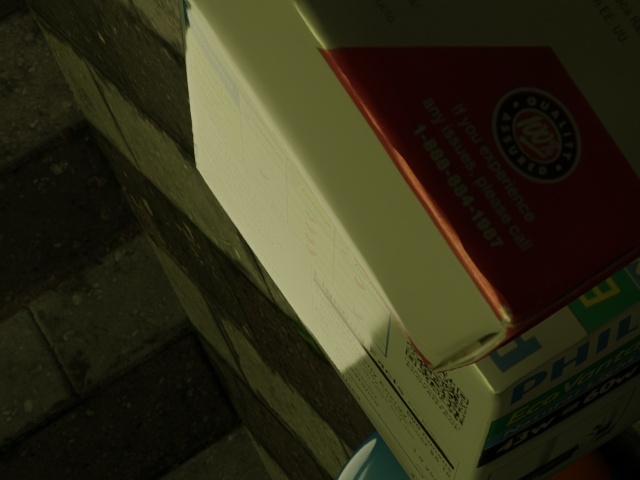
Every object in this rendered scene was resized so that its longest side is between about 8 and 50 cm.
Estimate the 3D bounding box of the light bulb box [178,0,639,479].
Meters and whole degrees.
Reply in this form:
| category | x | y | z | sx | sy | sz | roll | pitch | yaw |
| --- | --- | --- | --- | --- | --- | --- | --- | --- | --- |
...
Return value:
| category | x | y | z | sx | sy | sz | roll | pitch | yaw |
| --- | --- | --- | --- | --- | --- | --- | --- | --- | --- |
| light bulb box | 0.090 | -0.038 | 1.319 | 0.358 | 0.225 | 0.361 | 55 | 167 | 17 |

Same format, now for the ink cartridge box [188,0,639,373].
| category | x | y | z | sx | sy | sz | roll | pitch | yaw |
| --- | --- | --- | --- | --- | --- | --- | --- | --- | --- |
| ink cartridge box | 0.118 | -0.124 | 0.767 | 0.226 | 0.306 | 0.131 | 57 | 164 | 6 |

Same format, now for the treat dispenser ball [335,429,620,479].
| category | x | y | z | sx | sy | sz | roll | pitch | yaw |
| --- | --- | --- | --- | --- | --- | --- | --- | --- | --- |
| treat dispenser ball | 0.141 | 0.281 | 1.777 | 0.288 | 0.288 | 0.288 | 54 | 168 | 17 |
